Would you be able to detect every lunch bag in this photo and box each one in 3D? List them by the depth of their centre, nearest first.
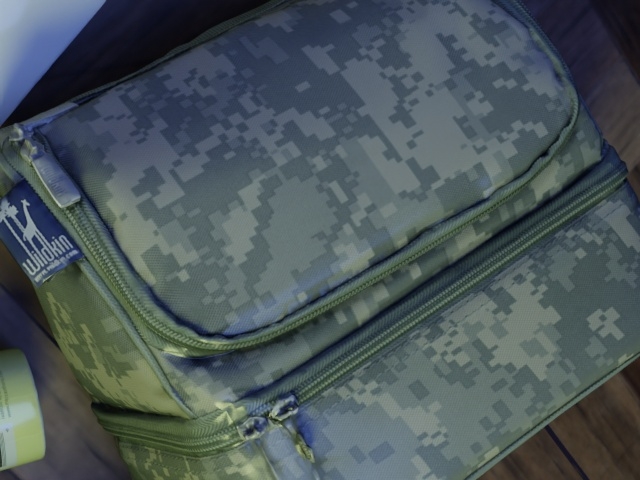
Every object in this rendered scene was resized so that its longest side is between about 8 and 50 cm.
[{"bbox_3d":[0.000,0.000,0.733,0.305,0.212,0.256,-31,99,-20],"label":"lunch bag"}]

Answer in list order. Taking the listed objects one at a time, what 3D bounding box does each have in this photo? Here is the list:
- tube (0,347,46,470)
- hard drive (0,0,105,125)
[{"bbox_3d":[-0.261,0.107,0.692,0.240,0.062,0.070,-13,62,-21],"label":"tube"},{"bbox_3d":[-0.279,-0.171,0.632,0.353,0.047,0.233,43,77,-27],"label":"hard drive"}]
